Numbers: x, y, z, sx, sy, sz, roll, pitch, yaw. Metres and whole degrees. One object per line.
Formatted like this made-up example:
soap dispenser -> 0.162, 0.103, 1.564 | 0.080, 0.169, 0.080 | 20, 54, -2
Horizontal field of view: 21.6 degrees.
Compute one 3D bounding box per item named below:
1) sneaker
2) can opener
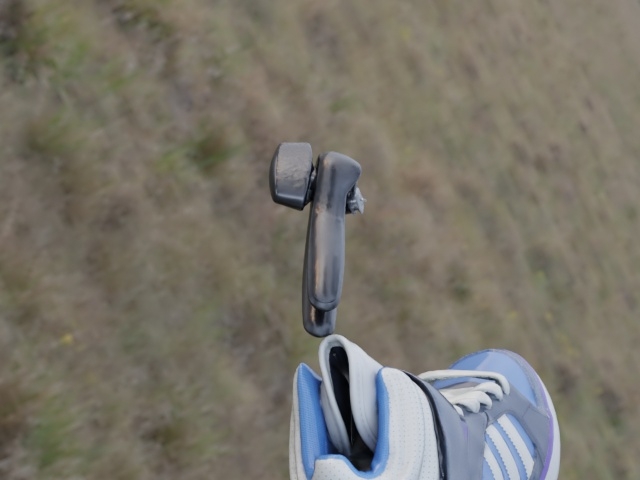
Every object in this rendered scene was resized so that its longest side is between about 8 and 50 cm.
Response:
sneaker -> 0.077, 0.131, 1.241 | 0.236, 0.130, 0.323 | 66, 32, -32
can opener -> 0.000, 0.000, 1.225 | 0.059, 0.073, 0.186 | 88, -1, -45
